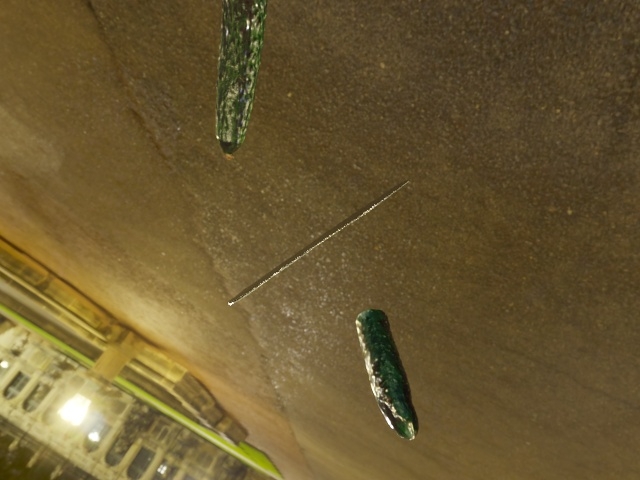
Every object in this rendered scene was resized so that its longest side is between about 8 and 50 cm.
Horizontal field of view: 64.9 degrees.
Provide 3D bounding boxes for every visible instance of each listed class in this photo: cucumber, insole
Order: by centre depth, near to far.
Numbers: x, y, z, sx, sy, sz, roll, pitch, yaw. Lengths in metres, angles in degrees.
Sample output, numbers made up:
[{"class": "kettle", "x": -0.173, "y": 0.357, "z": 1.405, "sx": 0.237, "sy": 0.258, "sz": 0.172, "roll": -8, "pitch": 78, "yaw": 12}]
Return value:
[{"class": "insole", "x": 0.000, "y": 0.000, "z": 0.351, "sx": 0.002, "sy": 0.153, "sz": 0.053, "roll": 56, "pitch": 168, "yaw": -4}, {"class": "cucumber", "x": 0.056, "y": 0.112, "z": 0.428, "sx": 0.032, "sy": 0.133, "sz": 0.032, "roll": -4, "pitch": 124, "yaw": -6}, {"class": "cucumber", "x": -0.118, "y": -0.262, "z": 0.733, "sx": 0.068, "sy": 0.068, "sz": 0.293, "roll": 20, "pitch": 118, "yaw": 22}]
